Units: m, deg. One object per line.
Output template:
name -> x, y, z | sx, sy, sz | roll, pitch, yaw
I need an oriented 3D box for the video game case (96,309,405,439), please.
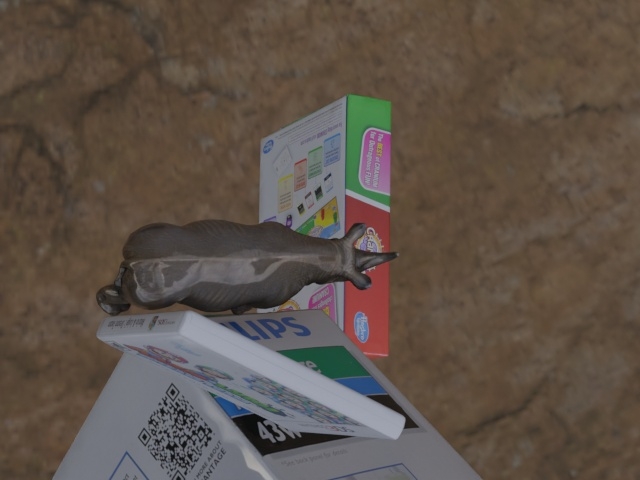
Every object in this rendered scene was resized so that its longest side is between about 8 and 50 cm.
video game case -> -0.046, 0.084, 0.955 | 0.157, 0.143, 0.019 | 29, 74, -23

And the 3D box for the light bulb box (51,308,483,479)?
light bulb box -> -0.045, 0.301, 1.260 | 0.225, 0.361, 0.358 | 0, 129, -50

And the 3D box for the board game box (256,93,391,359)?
board game box -> 0.000, 0.000, 1.937 | 0.064, 0.316, 0.242 | 7, 167, -28

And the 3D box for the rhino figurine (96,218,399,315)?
rhino figurine -> -0.051, 0.020, 1.229 | 0.243, 0.073, 0.106 | -2, 169, -17
